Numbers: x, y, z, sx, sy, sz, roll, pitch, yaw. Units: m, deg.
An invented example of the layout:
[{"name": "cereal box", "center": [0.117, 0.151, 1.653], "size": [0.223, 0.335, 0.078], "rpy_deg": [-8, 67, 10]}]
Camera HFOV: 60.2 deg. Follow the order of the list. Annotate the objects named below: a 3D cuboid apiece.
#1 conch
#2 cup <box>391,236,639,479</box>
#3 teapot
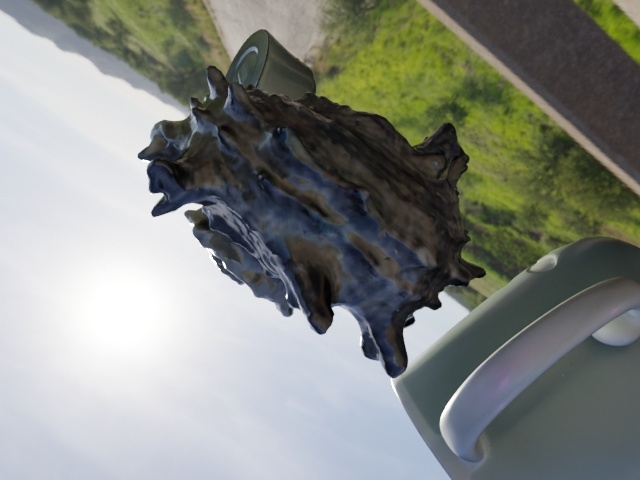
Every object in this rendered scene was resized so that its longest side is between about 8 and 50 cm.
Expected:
[{"name": "conch", "center": [-0.004, -0.009, 0.435], "size": [0.313, 0.186, 0.241], "rpy_deg": [17, 176, -37]}, {"name": "cup", "center": [0.237, 0.134, 0.520], "size": [0.259, 0.274, 0.356], "rpy_deg": [51, -177, 37]}, {"name": "teapot", "center": [-0.073, -0.243, 0.943], "size": [0.149, 0.162, 0.239], "rpy_deg": [21, -129, -34]}]
